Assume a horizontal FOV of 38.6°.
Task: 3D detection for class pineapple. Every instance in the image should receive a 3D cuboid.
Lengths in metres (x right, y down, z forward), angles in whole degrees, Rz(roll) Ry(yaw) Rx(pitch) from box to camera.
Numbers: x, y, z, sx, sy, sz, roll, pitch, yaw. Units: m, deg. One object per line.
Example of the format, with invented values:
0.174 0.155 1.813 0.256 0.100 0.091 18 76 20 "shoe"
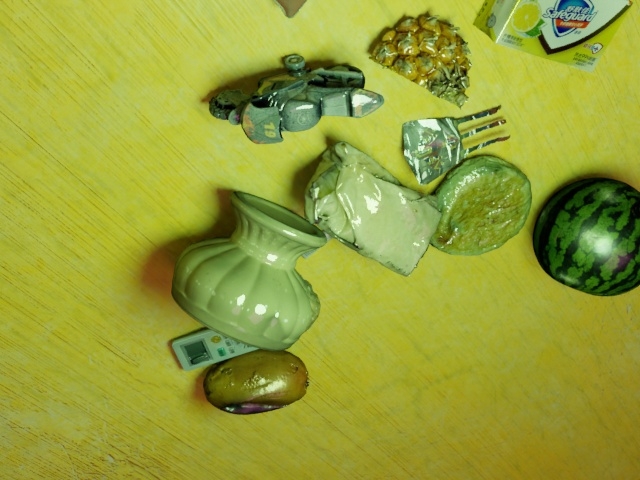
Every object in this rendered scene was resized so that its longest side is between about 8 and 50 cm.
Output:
0.238 -0.342 1.753 0.249 0.164 0.140 20 109 -31 "pineapple"

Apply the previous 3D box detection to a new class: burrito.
0.095 -0.076 1.916 0.332 0.135 0.190 29 97 -34 "burrito"

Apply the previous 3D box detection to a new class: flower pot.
-0.125 0.054 1.836 0.307 0.307 0.244 19 104 -34 "flower pot"

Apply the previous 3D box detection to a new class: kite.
0.290 -0.215 1.941 0.245 0.015 0.141 -21 107 -13 "kite"

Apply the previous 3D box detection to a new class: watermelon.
0.643 -0.007 2.118 0.285 0.285 0.285 -12 131 -14 "watermelon"

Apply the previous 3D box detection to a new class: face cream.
0.000 0.000 2.014 0.115 0.020 0.038 -39 133 11 "face cream"

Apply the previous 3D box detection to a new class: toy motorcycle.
-0.048 -0.254 1.685 0.307 0.173 0.108 -15 130 -10 "toy motorcycle"

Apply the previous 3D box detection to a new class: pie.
0.360 -0.075 2.082 0.277 0.078 0.277 -16 135 -16 "pie"

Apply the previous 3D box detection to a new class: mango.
-0.150 0.327 2.135 0.248 0.151 0.156 -9 171 -7 "mango"

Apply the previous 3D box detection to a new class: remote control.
-0.188 0.213 2.086 0.293 0.051 0.103 -19 132 -3 "remote control"

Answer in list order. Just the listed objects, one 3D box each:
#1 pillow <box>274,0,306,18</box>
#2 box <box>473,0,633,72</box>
-0.054 -0.489 1.555 0.171 0.075 0.179 -44 130 15 "pillow"
0.457 -0.447 1.800 0.265 0.097 0.168 10 122 -30 "box"
